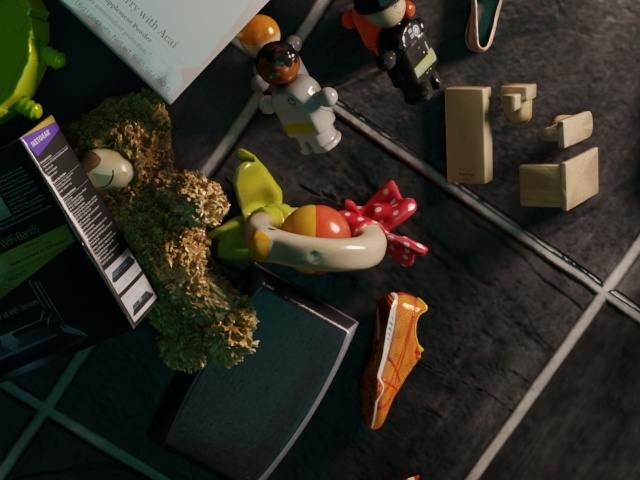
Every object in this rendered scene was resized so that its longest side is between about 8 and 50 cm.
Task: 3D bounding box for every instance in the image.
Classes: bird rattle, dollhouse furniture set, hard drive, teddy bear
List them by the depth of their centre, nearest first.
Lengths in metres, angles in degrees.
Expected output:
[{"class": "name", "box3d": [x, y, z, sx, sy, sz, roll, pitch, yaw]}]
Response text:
[{"class": "teddy bear", "box3d": [-0.190, 0.003, 1.881, 0.113, 0.245, 0.338, -29, 117, -34]}, {"class": "bird rattle", "box3d": [0.000, 0.000, 1.913, 0.253, 0.207, 0.143, 15, 107, -4]}, {"class": "dollhouse furniture set", "box3d": [0.246, -0.121, 2.007, 0.151, 0.123, 0.144, 3, 103, 27]}, {"class": "hard drive", "box3d": [-0.080, 0.174, 2.007, 0.172, 0.054, 0.255, 31, 96, -13]}]

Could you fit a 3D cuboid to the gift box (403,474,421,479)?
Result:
[{"class": "gift box", "box3d": [0.167, 0.443, 1.999, 0.276, 0.258, 0.255, 6, 99, -29]}]

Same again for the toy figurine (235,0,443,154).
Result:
[{"class": "toy figurine", "box3d": [0.015, -0.217, 1.862, 0.209, 0.213, 0.148, -27, 116, 3]}]

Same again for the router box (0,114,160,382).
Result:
[{"class": "router box", "box3d": [-0.371, 0.031, 1.858, 0.308, 0.081, 0.243, -22, 105, 26]}]

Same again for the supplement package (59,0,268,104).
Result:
[{"class": "supplement package", "box3d": [-0.134, -0.323, 1.837, 0.177, 0.175, 0.293, 43, 93, -13]}]

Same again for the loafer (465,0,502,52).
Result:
[{"class": "loafer", "box3d": [0.198, -0.284, 1.960, 0.045, 0.039, 0.125, 4, 101, -8]}]

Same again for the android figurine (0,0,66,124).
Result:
[{"class": "android figurine", "box3d": [-0.405, -0.225, 1.826, 0.272, 0.056, 0.248, 26, 97, 17]}]

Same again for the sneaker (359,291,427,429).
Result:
[{"class": "sneaker", "box3d": [0.092, 0.151, 2.024, 0.067, 0.064, 0.175, 11, 103, -20]}]
